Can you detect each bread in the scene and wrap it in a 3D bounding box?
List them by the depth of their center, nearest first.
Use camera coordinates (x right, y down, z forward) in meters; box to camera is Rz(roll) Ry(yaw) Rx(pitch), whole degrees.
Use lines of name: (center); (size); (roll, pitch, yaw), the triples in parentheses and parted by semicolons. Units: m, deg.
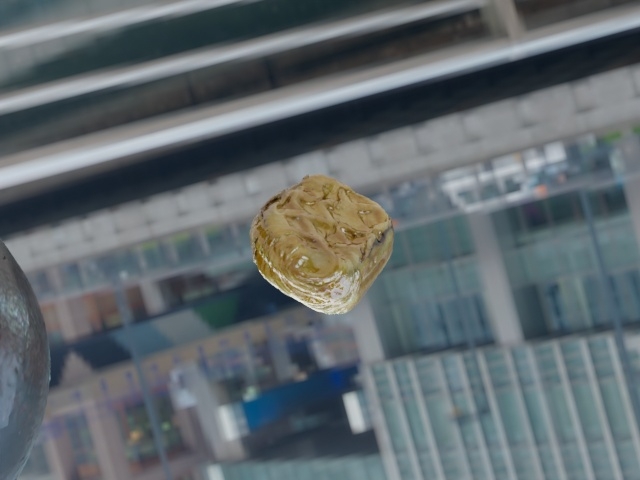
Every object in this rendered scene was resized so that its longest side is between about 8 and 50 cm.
bread: (0.000, 0.000, 1.074); (0.044, 0.083, 0.110); (-57, 175, 30)

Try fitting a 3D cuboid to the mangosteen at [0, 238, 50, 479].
mangosteen: (-0.314, 0.102, 1.122); (0.300, 0.300, 0.300); (-15, -177, 1)
